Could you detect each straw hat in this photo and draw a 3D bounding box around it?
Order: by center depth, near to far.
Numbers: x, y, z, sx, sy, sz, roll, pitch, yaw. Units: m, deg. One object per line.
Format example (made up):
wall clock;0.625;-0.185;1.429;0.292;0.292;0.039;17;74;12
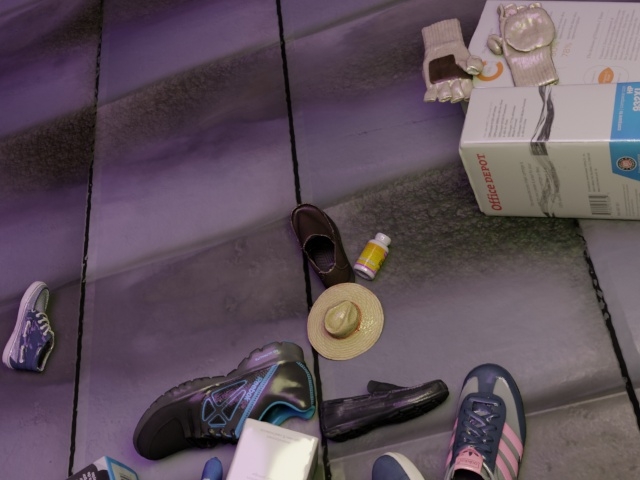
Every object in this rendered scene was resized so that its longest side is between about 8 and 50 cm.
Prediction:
straw hat;0.037;0.138;1.503;0.144;0.061;0.144;-4;73;13

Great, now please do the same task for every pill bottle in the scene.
pill bottle;0.098;0.028;1.578;0.043;0.043;0.083;20;70;32

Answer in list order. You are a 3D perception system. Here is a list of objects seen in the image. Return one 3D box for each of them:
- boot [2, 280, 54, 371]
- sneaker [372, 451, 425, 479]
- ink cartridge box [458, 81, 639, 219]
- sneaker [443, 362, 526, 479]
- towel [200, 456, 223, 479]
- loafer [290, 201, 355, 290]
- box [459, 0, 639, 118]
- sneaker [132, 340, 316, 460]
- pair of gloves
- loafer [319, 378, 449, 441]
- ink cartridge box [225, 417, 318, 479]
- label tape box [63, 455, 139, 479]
boot;-0.580;0.179;1.771;0.086;0.069;0.190;7;71;19
sneaker;0.084;0.471;1.221;0.148;0.131;0.350;7;53;-18
ink cartridge box;0.412;-0.145;1.438;0.307;0.223;0.129;2;60;25
sneaker;0.242;0.318;1.278;0.112;0.131;0.319;-4;58;22
towel;-0.200;0.514;1.244;0.040;0.243;0.336;14;44;1
loafer;0.000;0.000;1.616;0.080;0.078;0.220;-32;53;2
box;0.450;-0.298;1.552;0.345;0.168;0.215;10;65;28
sneaker;-0.168;0.303;1.472;0.341;0.125;0.140;-30;58;6
pair of gloves;0.293;-0.334;1.512;0.240;0.042;0.204;-8;59;19
loafer;0.100;0.264;1.408;0.223;0.076;0.078;-21;61;15
ink cartridge box;-0.105;0.468;1.278;0.119;0.207;0.353;15;66;7
label tape box;-0.446;0.564;1.435;0.347;0.115;0.249;-31;53;1
